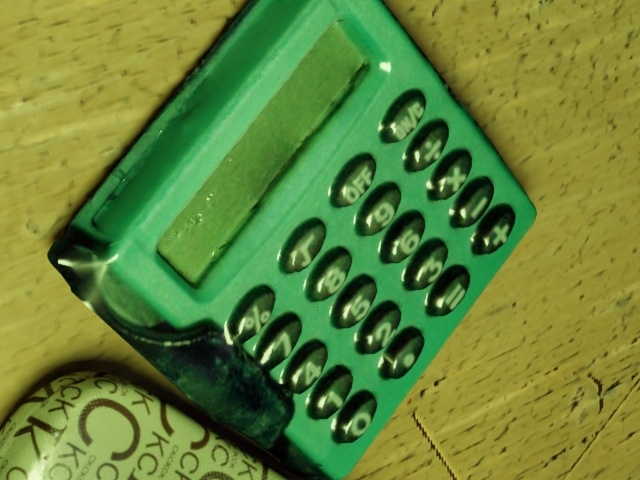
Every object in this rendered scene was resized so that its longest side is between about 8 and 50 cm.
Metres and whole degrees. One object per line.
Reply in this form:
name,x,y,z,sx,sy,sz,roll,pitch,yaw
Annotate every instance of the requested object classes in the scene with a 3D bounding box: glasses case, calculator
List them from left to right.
glasses case,-0.058,0.196,1.061,0.354,0.085,0.137,37,79,-38
calculator,0.000,0.000,1.064,0.248,0.058,0.274,-52,129,-12
